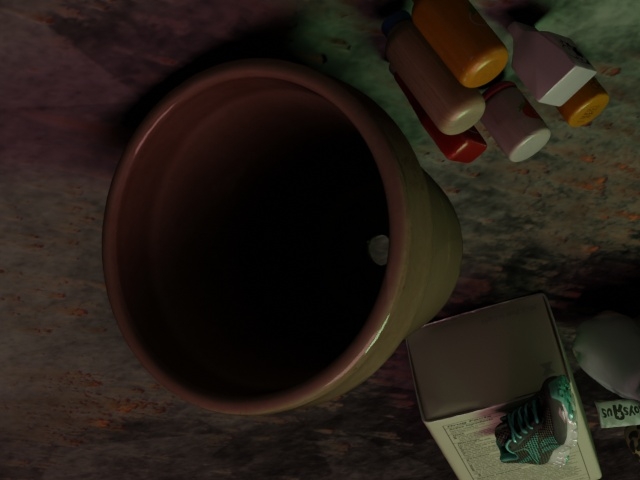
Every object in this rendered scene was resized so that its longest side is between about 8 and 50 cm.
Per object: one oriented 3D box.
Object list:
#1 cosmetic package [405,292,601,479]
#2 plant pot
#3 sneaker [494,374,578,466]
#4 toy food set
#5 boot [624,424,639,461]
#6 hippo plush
[{"bbox_3d":[0.207,0.186,1.665,0.160,0.113,0.309,-15,150,8],"label":"cosmetic package"},{"bbox_3d":[0.000,0.000,1.181,0.263,0.263,0.229,-27,165,27],"label":"plant pot"},{"bbox_3d":[0.211,0.186,1.494,0.076,0.065,0.166,-6,148,-3],"label":"sneaker"},{"bbox_3d":[0.120,-0.132,1.135,0.111,0.104,0.232,-45,156,25],"label":"toy food set"},{"bbox_3d":[0.578,0.210,1.800,0.377,0.138,0.284,14,141,-30],"label":"boot"},{"bbox_3d":[0.399,0.083,1.514,0.294,0.234,0.236,6,118,-54],"label":"hippo plush"}]
